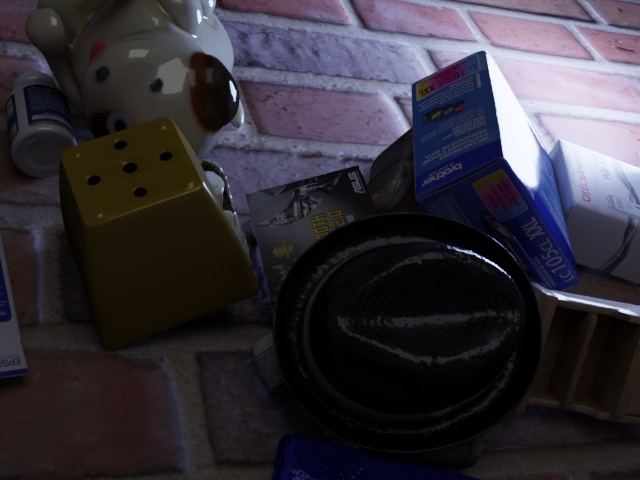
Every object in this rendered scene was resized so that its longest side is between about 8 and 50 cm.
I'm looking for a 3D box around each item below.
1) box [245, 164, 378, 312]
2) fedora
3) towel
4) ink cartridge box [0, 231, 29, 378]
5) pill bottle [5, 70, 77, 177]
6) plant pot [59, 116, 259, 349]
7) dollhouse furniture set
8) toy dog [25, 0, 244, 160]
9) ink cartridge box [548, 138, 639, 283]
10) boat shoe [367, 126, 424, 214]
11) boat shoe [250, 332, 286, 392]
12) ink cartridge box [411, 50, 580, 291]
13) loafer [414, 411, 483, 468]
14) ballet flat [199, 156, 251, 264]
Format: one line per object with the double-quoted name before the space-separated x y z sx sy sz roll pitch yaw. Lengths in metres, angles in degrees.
"box" 0.000 0.000 1.252 0.183 0.056 0.231 -13 45 -3
"fedora" 0.113 0.092 1.003 0.334 0.152 0.333 2 74 -6
"towel" 0.089 0.331 0.945 0.308 0.076 0.227 15 40 -7
"ink cartridge box" -0.453 0.013 0.990 0.165 0.065 0.332 0 68 -47
"pill bottle" -0.425 -0.181 1.299 0.094 0.094 0.169 -1 44 -25
"plant pot" -0.220 -0.028 1.087 0.212 0.187 0.212 -20 50 -13
"dollhouse furniture set" 0.424 0.202 1.039 0.257 0.361 0.394 10 12 -15
"toy dog" -0.266 -0.253 1.320 0.285 0.395 0.407 -28 35 8
"ink cartridge box" 0.529 -0.040 1.528 0.283 0.117 0.207 18 40 -9
"boat shoe" 0.156 -0.103 1.464 0.116 0.123 0.324 46 37 -12
"boat shoe" 0.027 0.134 1.107 0.228 0.079 0.081 -21 70 -4
"ink cartridge box" 0.270 -0.080 1.350 0.270 0.151 0.395 50 29 -30
"loafer" 0.119 0.183 1.116 0.088 0.094 0.251 -1 44 -31
"ballet flat" -0.156 -0.032 1.259 0.091 0.077 0.241 -2 45 -27
